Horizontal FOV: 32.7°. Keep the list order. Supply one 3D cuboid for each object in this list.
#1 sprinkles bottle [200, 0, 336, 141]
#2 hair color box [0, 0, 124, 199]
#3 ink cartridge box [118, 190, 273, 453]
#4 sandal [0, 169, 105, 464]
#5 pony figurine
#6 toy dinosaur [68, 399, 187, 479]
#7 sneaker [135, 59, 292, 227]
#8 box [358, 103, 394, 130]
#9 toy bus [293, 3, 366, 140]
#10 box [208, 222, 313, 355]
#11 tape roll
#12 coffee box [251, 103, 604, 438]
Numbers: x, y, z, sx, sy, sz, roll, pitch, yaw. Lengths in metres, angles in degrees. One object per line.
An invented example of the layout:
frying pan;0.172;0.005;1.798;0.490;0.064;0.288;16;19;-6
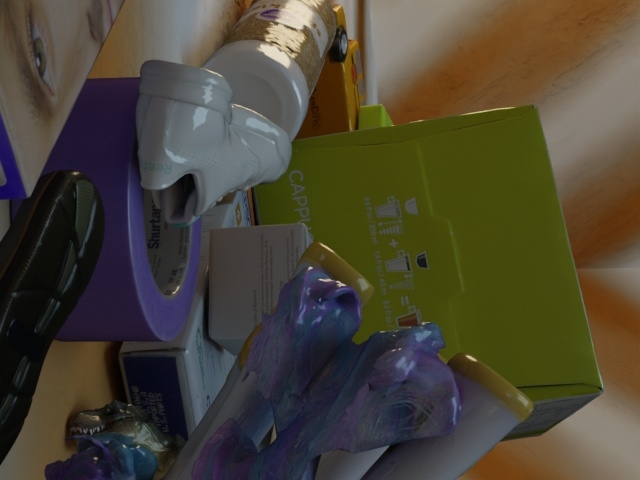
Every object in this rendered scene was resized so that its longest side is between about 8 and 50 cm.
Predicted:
sprinkles bottle;-0.058;-0.210;1.277;0.355;0.121;0.121;-76;163;-64
hair color box;-0.166;-0.193;0.556;0.338;0.110;0.185;-79;167;-48
ink cartridge box;-0.109;0.147;1.075;0.330;0.072;0.324;-83;169;-61
sandal;-0.181;0.055;0.549;0.090;0.060;0.219;71;38;-65
pony figurine;-0.068;0.178;0.490;0.363;0.303;0.351;-50;180;-4
toy dinosaur;-0.090;0.219;0.848;0.268;0.064;0.118;52;14;-43
sneaker;-0.080;-0.051;0.750;0.212;0.080;0.094;29;72;-73
box;0.088;-0.105;1.672;0.109;0.042;0.178;46;44;-67
toy bus;0.010;-0.198;1.681;0.130;0.108;0.332;-55;141;-61
box;-0.047;0.046;0.967;0.101;0.087;0.101;64;23;-74
tape roll;-0.145;-0.022;0.781;0.189;0.080;0.188;0;90;-82
coffee box;0.102;0.074;1.308;0.334;0.338;0.337;92;-10;-72
